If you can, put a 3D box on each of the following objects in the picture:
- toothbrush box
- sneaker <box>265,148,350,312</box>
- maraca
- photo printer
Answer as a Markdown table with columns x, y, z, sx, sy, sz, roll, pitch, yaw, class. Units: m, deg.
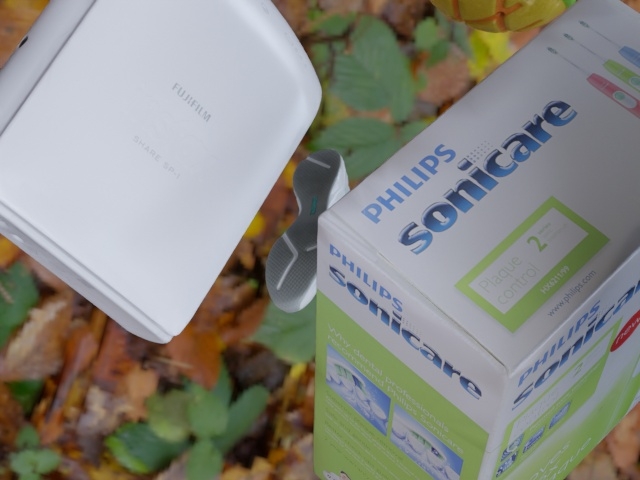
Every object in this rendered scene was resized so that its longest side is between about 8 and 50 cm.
| x | y | z | sx | sy | sz | roll | pitch | yaw | class |
| --- | --- | --- | --- | --- | --- | --- | --- | --- | --- |
| 0.107 | 0.040 | 0.720 | 0.206 | 0.122 | 0.283 | -40 | 154 | -24 | toothbrush box |
| 0.000 | 0.000 | 1.059 | 0.061 | 0.054 | 0.152 | 59 | 37 | -42 | sneaker |
| 0.110 | -0.220 | 1.005 | 0.099 | 0.186 | 0.127 | -64 | -170 | -1 | maraca |
| -0.144 | -0.105 | 1.126 | 0.256 | 0.107 | 0.307 | 43 | 68 | -33 | photo printer |
